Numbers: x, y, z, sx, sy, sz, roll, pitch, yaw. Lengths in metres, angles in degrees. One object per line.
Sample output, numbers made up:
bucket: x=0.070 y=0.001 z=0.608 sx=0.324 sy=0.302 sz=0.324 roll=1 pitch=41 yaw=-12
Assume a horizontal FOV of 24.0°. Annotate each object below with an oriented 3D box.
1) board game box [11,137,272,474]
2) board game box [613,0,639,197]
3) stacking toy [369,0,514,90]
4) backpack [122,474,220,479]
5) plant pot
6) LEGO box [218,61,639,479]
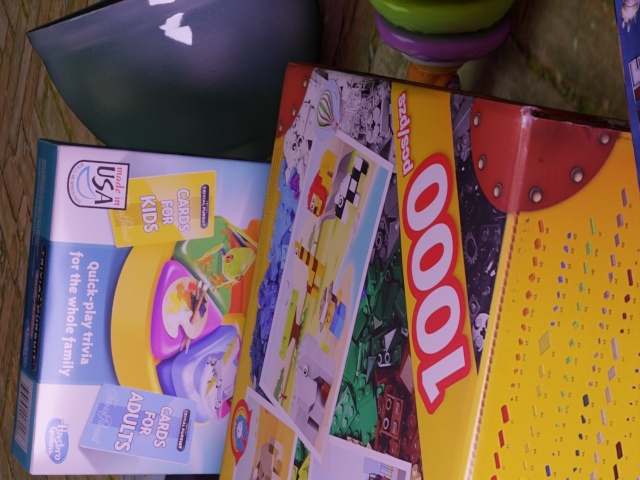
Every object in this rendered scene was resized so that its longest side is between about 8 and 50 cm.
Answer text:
board game box: x=-0.068 y=0.058 z=1.225 sx=0.079 sy=0.336 sz=0.254 roll=-162 pitch=77 yaw=-66
board game box: x=0.229 y=-0.131 z=0.778 sx=0.042 sy=0.165 sz=0.243 roll=143 pitch=128 yaw=-61
stacking toy: x=0.091 y=-0.197 z=1.156 sx=0.165 sy=0.175 sz=0.302 roll=18 pitch=128 yaw=25
backpack: x=-0.108 y=0.221 z=1.512 sx=0.188 sy=0.165 sz=0.145 roll=16 pitch=100 yaw=63
plant pot: x=-0.122 y=-0.169 z=1.512 sx=0.293 sy=0.293 sz=0.196 roll=11 pitch=123 yaw=67
LEGO box: x=0.084 y=0.151 z=1.004 sx=0.372 sy=0.193 sz=0.500 roll=-156 pitch=74 yaw=-66
